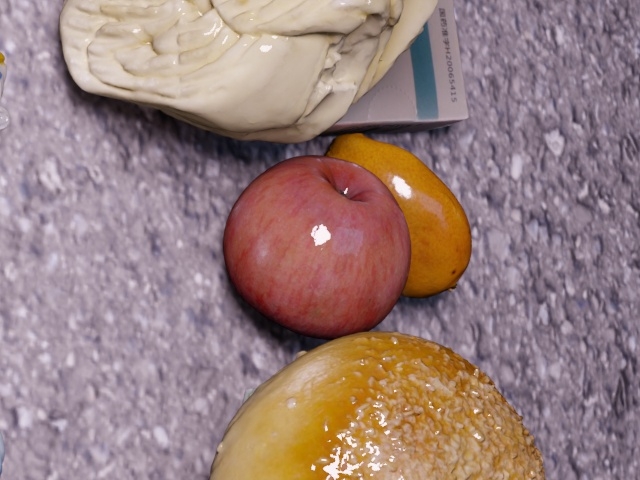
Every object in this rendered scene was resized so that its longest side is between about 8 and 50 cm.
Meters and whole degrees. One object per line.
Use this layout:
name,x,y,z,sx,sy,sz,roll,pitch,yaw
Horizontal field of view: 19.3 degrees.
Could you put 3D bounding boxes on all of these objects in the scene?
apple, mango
apple,0.000,0.000,1.490,0.153,0.120,0.153,19,34,-13
mango,0.064,-0.018,1.586,0.159,0.105,0.084,46,54,-21

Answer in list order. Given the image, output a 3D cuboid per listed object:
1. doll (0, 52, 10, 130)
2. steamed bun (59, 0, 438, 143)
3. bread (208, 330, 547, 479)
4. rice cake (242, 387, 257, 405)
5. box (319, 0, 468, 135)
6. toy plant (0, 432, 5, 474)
doll,-0.276,-0.180,1.324,0.114,0.057,0.227,-45,111,-43
steamed bun,-0.030,-0.215,1.425,0.203,0.276,0.289,24,81,-63
bread,0.064,0.166,1.446,0.314,0.171,0.192,10,81,-39
rice cake,0.029,0.194,1.554,0.237,0.043,0.127,10,77,-41
box,0.017,-0.263,1.610,0.200,0.065,0.343,-6,87,-43
toy plant,-0.303,0.217,1.114,0.247,0.247,0.332,53,47,-23
